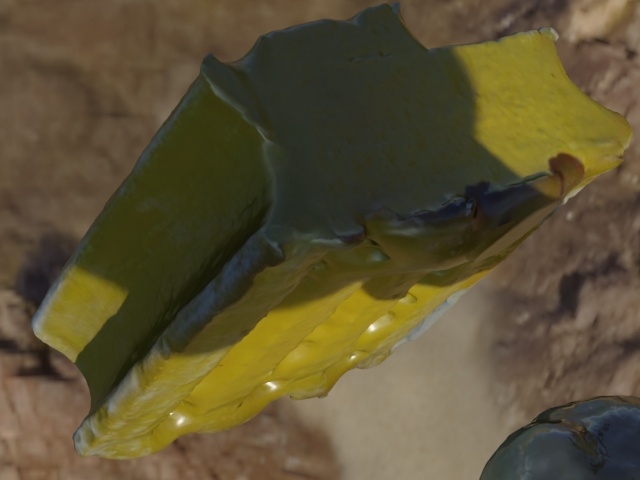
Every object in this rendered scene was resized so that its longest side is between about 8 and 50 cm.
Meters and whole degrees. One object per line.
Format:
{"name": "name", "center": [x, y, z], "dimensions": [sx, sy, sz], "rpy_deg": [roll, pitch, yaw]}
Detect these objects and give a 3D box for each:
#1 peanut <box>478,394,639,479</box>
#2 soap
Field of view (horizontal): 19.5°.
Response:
{"name": "peanut", "center": [0.155, 0.131, 0.685], "dimensions": [0.236, 0.120, 0.110], "rpy_deg": [28, 86, -21]}
{"name": "soap", "center": [0.000, 0.000, 1.052], "dimensions": [0.259, 0.281, 0.143], "rpy_deg": [-14, 67, -37]}
